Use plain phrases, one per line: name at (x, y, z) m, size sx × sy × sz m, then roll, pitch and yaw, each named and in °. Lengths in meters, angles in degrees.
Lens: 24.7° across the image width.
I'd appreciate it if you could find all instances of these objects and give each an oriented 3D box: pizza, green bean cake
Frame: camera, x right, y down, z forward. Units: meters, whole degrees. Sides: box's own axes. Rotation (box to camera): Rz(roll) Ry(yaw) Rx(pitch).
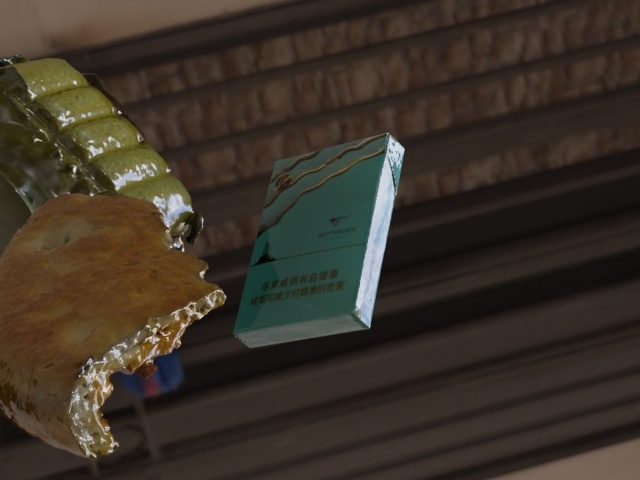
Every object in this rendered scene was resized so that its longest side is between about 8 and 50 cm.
pizza at (-0.171, 0.050, 1.090) m, size 0.365 × 0.182 × 0.074 m, roll -130°, pitch -160°, yaw -62°
green bean cake at (-0.338, -0.028, 1.699) m, size 0.310 × 0.285 × 0.202 m, roll 47°, pitch 22°, yaw 11°

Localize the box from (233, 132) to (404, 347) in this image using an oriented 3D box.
box at (0.000, 0.000, 1.582) m, size 0.041 × 0.162 × 0.229 m, roll 42°, pitch 48°, yaw -40°
